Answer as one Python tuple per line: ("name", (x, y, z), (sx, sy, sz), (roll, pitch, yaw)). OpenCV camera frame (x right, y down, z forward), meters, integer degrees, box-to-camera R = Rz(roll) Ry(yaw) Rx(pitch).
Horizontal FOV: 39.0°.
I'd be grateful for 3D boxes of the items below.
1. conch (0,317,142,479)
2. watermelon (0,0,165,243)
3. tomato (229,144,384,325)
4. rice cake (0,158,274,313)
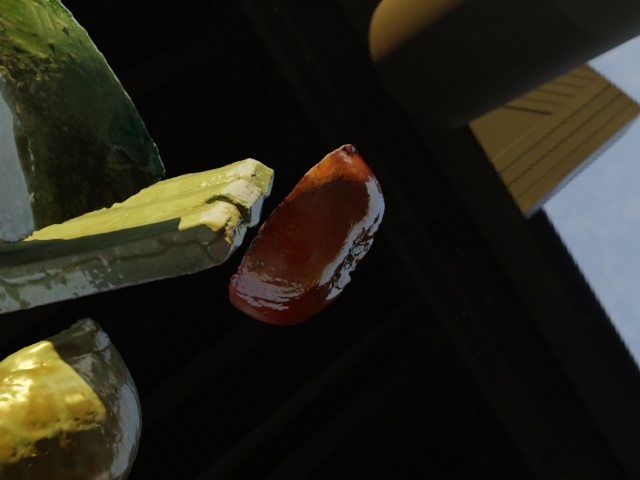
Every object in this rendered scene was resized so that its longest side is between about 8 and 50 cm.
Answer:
("conch", (-0.150, 0.120, 0.470), (0.106, 0.116, 0.173), (39, -141, 1))
("watermelon", (-0.234, -0.052, 0.557), (0.094, 0.241, 0.154), (-33, -81, -58))
("tomato", (0.001, 0.003, 0.972), (0.085, 0.225, 0.225), (37, -122, 14))
("rice cake", (-0.139, -0.003, 0.591), (0.124, 0.211, 0.038), (-65, -38, -60))
